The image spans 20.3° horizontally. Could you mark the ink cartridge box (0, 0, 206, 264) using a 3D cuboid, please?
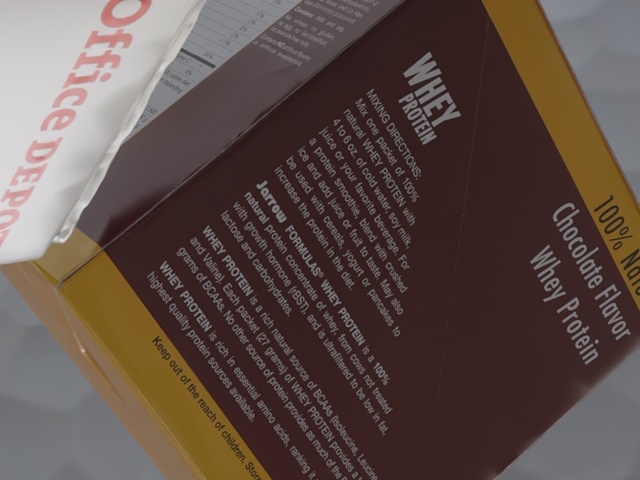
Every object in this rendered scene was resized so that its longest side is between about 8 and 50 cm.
[{"bbox_3d":[-0.156,-0.057,0.448,0.160,0.219,0.092,-50,57,48],"label":"ink cartridge box"}]

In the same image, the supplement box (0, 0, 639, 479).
[{"bbox_3d":[0.000,0.000,0.676,0.129,0.194,0.191,32,159,54],"label":"supplement box"}]
